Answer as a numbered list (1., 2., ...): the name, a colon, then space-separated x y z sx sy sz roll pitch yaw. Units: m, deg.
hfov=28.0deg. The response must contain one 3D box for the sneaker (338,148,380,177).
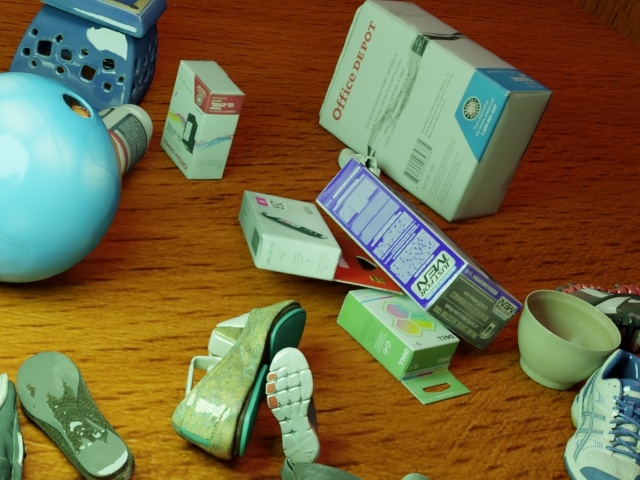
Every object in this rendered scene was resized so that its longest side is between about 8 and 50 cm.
1. sneaker: 0.081 -0.143 2.470 0.054 0.061 0.152 4 30 -27

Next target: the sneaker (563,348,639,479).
1. sneaker: 0.430 0.267 1.883 0.112 0.131 0.296 20 28 -5

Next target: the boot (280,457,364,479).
1. boot: 0.058 0.358 1.507 0.263 0.091 0.229 29 19 1

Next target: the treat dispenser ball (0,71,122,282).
1. treat dispenser ball: -0.417 -0.086 1.760 0.288 0.288 0.288 16 27 -9

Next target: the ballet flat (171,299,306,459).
1. ballet flat: -0.110 0.166 1.715 0.123 0.123 0.348 23 28 3

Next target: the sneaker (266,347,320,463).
1. sneaker: -0.035 0.211 1.661 0.061 0.158 0.065 -5 12 4

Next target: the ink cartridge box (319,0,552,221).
1. ink cartridge box: 0.217 -0.264 2.537 0.166 0.285 0.395 -9 40 -47

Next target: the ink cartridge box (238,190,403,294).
1. ink cartridge box: 0.000 0.000 2.072 0.239 0.060 0.275 10 15 -12

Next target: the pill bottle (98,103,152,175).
1. pill bottle: -0.349 -0.164 2.153 0.108 0.108 0.180 23 27 5

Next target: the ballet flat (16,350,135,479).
1. ballet flat: -0.294 0.220 1.551 0.084 0.058 0.250 -36 46 -17

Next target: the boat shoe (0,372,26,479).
1. boat shoe: -0.375 0.233 1.463 0.079 0.084 0.233 52 7 -25

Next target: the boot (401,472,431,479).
1. boot: 0.170 0.388 1.534 0.189 0.076 0.208 60 -7 -12

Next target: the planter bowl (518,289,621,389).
1. planter bowl: 0.383 0.169 2.052 0.162 0.109 0.162 16 27 -8

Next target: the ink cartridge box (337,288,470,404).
1. ink cartridge box: 0.135 0.154 1.956 0.109 0.062 0.209 -6 38 -44

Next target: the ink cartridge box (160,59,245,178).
1. ink cartridge box: -0.210 -0.211 2.265 0.072 0.175 0.127 -3 35 -34

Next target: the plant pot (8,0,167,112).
1. plant pot: -0.421 -0.382 2.389 0.236 0.212 0.236 20 28 -2

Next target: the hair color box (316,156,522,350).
1. hair color box: 0.157 0.018 2.090 0.185 0.110 0.339 34 10 -46

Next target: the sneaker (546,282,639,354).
1. sneaker: 0.488 0.139 2.192 0.276 0.097 0.135 1 31 -37
